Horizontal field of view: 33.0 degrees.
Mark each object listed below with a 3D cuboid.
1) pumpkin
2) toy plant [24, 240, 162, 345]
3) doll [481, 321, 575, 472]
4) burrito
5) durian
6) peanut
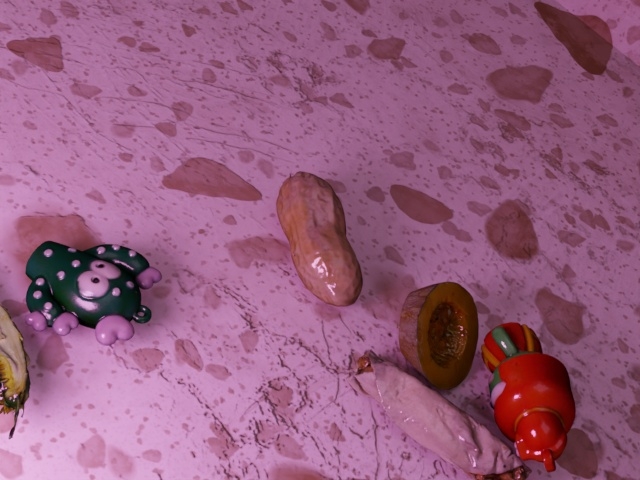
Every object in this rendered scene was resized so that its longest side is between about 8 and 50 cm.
[{"bbox_3d":[0.221,0.185,2.180,0.110,0.217,0.217,8,28,38],"label":"pumpkin"},{"bbox_3d":[-0.412,0.090,1.947,0.243,0.112,0.232,11,44,-11],"label":"toy plant"},{"bbox_3d":[0.413,0.308,2.108,0.160,0.183,0.363,-17,35,12],"label":"doll"},{"bbox_3d":[0.220,0.350,2.061,0.392,0.076,0.117,37,49,11],"label":"burrito"},{"bbox_3d":[-0.555,0.181,1.787,0.132,0.107,0.375,-10,54,-37],"label":"durian"},{"bbox_3d":[0.000,0.000,2.237,0.149,0.149,0.313,0,52,-28],"label":"peanut"}]
